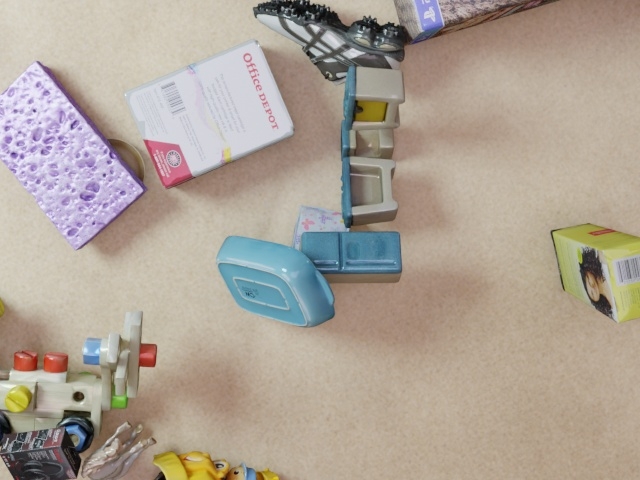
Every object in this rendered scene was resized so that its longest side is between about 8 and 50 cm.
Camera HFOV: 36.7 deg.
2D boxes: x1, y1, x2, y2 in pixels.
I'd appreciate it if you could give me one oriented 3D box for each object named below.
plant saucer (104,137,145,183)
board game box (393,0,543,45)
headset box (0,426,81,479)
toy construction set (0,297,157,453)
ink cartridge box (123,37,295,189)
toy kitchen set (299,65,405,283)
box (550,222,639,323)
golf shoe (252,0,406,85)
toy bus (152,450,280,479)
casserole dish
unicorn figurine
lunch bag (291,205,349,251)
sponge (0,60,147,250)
[{"bbox_3d":[-0.262,-0.087,1.220,0.083,0.015,0.083,0,95,-2],"label":"plant saucer"},{"bbox_3d":[0.215,-0.390,1.150,0.291,0.141,0.232,-17,96,-1],"label":"board game box"},{"bbox_3d":[-0.326,0.255,1.142,0.083,0.032,0.062,-7,128,6],"label":"headset box"},{"bbox_3d":[-0.354,0.149,1.180,0.327,0.151,0.215,7,97,8],"label":"toy construction set"},{"bbox_3d":[-0.133,-0.155,1.191,0.175,0.072,0.127,-22,95,0],"label":"ink cartridge box"},{"bbox_3d":[0.035,-0.073,1.134,0.122,0.166,0.207,-1,67,-3],"label":"toy kitchen set"},{"bbox_3d":[0.335,0.032,1.148,0.058,0.232,0.087,-13,95,2],"label":"box"},{"bbox_3d":[0.004,-0.238,1.187,0.198,0.077,0.094,20,121,13],"label":"golf shoe"},{"bbox_3d":[-0.097,0.357,1.214,0.211,0.149,0.220,-15,93,-14],"label":"toy bus"},{"bbox_3d":[-0.061,0.054,1.166,0.037,0.188,0.114,-42,123,-30],"label":"casserole dish"},{"bbox_3d":[-0.258,0.285,1.218,0.111,0.162,0.060,-46,59,-7],"label":"unicorn figurine"},{"bbox_3d":[0.000,0.000,1.221,0.071,0.053,0.083,10,69,-3],"label":"lunch bag"},{"bbox_3d":[-0.324,-0.105,1.195,0.117,0.031,0.210,-40,90,7],"label":"sponge"}]
